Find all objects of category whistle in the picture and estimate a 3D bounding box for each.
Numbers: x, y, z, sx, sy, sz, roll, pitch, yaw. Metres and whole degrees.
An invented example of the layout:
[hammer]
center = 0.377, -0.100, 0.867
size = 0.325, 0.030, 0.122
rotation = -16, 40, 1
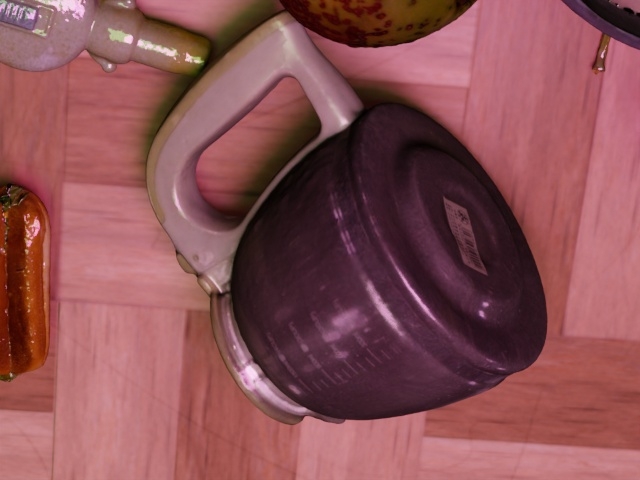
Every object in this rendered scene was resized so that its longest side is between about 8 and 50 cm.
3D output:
[whistle]
center = -0.185, -0.170, 1.442
size = 0.198, 0.057, 0.104
rotation = 18, 113, -8

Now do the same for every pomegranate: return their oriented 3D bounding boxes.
[pomegranate]
center = 0.026, -0.264, 1.353
size = 0.248, 0.214, 0.214
rotation = 39, 110, 18

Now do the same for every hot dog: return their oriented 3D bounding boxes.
[hot dog]
center = -0.264, 0.032, 1.526
size = 0.072, 0.055, 0.188
rotation = 1, 113, -6

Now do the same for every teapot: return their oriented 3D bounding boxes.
[teapot]
center = 0.002, 0.018, 1.436
size = 0.239, 0.239, 0.321
rotation = -32, 123, 27

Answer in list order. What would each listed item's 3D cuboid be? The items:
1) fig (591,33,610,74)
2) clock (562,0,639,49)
[fig]
center = 0.252, -0.204, 1.431
size = 0.093, 0.093, 0.166
rotation = 40, 114, -17
[clock]
center = 0.304, -0.287, 1.214
size = 0.386, 0.076, 0.386
rotation = -2, 131, -2
